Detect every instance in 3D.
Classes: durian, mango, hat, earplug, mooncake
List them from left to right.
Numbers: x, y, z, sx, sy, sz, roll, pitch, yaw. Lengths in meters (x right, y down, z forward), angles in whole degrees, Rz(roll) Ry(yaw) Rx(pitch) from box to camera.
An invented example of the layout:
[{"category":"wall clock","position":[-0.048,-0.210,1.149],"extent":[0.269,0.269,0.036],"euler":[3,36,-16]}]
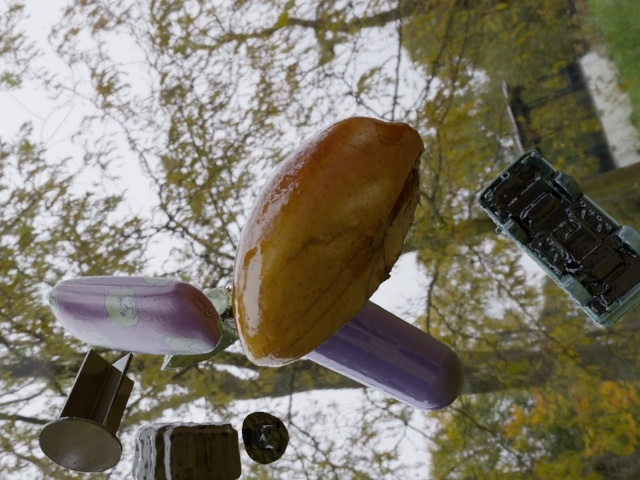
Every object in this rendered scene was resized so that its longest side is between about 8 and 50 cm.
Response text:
[{"category":"mooncake","position":[-0.351,0.560,1.690],"extent":[0.290,0.290,0.161],"euler":[20,-116,-59]},{"category":"durian","position":[-0.254,0.208,1.451],"extent":[0.144,0.252,0.139],"euler":[54,-160,-14]},{"category":"hat","position":[-0.115,0.422,1.382],"extent":[0.121,0.050,0.121],"euler":[14,-116,-30]},{"category":"mango","position":[0.000,0.000,0.821],"extent":[0.199,0.201,0.350],"euler":[36,-106,-2]},{"category":"earplug","position":[0.137,0.262,1.581],"extent":[0.215,0.455,0.215],"euler":[-59,-14,-23]}]

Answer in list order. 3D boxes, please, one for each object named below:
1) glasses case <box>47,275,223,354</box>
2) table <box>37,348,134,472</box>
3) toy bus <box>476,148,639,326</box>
[{"category":"glasses case","position":[-0.286,0.113,0.973],"extent":[0.076,0.316,0.123],"euler":[-58,-43,-44]},{"category":"table","position":[-0.477,0.349,1.370],"extent":[0.167,0.167,0.227],"euler":[55,-160,-29]},{"category":"toy bus","position":[0.388,0.002,1.002],"extent":[0.271,0.133,0.165],"euler":[52,-170,31]}]
